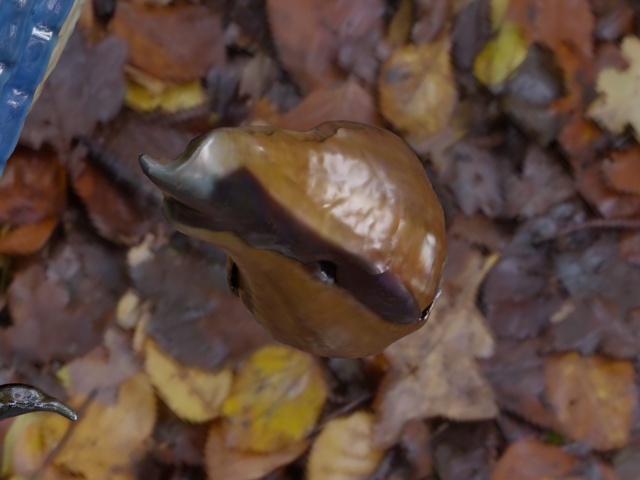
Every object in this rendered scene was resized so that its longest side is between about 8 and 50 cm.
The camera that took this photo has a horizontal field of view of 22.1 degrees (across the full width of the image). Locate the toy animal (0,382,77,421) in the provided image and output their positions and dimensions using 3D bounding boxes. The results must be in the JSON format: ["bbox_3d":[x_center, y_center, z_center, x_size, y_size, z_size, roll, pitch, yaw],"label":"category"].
[{"bbox_3d":[-0.223,0.139,0.886,0.197,0.272,0.160,-1,78,12],"label":"toy animal"}]

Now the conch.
[{"bbox_3d":[0.005,0.003,0.605,0.086,0.233,0.080,-25,82,3],"label":"conch"}]

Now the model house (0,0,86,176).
[{"bbox_3d":[-0.364,-0.272,1.141,0.445,0.395,0.400,26,22,-7],"label":"model house"}]
